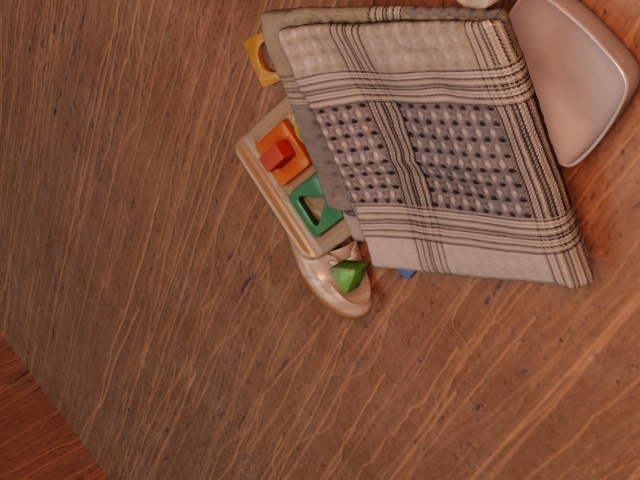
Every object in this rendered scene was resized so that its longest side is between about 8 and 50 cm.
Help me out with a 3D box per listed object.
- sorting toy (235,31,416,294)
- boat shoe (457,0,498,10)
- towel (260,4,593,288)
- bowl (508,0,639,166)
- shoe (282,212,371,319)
[{"bbox_3d":[-0.006,-0.090,1.469,0.196,0.047,0.348,-37,84,39],"label":"sorting toy"},{"bbox_3d":[0.130,-0.361,1.091,0.109,0.091,0.305,25,135,66],"label":"boat shoe"},{"bbox_3d":[0.095,-0.092,1.251,0.324,0.056,0.312,10,135,44],"label":"towel"},{"bbox_3d":[0.228,-0.156,1.150,0.142,0.053,0.142,50,146,17],"label":"bowl"},{"bbox_3d":[0.000,0.000,1.556,0.219,0.076,0.058,59,152,6],"label":"shoe"}]
